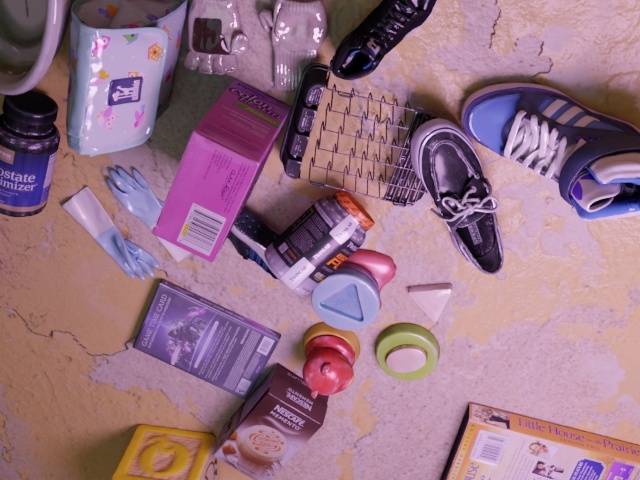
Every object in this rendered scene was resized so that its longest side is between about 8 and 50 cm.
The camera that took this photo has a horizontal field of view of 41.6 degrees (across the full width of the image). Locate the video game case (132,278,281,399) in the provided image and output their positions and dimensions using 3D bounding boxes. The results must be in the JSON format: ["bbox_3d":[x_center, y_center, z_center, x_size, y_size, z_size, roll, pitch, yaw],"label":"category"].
[{"bbox_3d":[-0.244,0.214,1.790,0.274,0.026,0.196,26,122,-3],"label":"video game case"}]

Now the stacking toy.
[{"bbox_3d":[0.102,0.187,1.639,0.280,0.130,0.308,12,123,5],"label":"stacking toy"}]

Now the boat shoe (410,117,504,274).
[{"bbox_3d":[0.243,-0.065,1.437,0.113,0.105,0.306,-23,124,-1],"label":"boat shoe"}]

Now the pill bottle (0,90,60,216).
[{"bbox_3d":[-0.554,-0.162,1.567,0.123,0.122,0.219,21,121,-2],"label":"pill bottle"}]

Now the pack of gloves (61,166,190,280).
[{"bbox_3d":[-0.375,-0.023,1.662,0.195,0.046,0.232,-31,110,27],"label":"pack of gloves"}]

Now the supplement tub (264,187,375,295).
[{"bbox_3d":[0.000,0.000,1.534,0.190,0.117,0.117,-43,106,9],"label":"supplement tub"}]

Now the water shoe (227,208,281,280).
[{"bbox_3d":[-0.110,0.016,1.629,0.203,0.073,0.080,48,147,-20],"label":"water shoe"}]

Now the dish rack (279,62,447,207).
[{"bbox_3d":[0.078,-0.170,1.457,0.272,0.074,0.208,13,125,-8],"label":"dish rack"}]

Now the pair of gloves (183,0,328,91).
[{"bbox_3d":[-0.108,-0.356,1.406,0.240,0.042,0.204,14,122,2],"label":"pair of gloves"}]

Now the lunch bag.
[{"bbox_3d":[-0.327,-0.280,1.367,0.160,0.262,0.223,18,122,1],"label":"lunch bag"}]

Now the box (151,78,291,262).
[{"bbox_3d":[-0.165,-0.123,1.439,0.117,0.243,0.213,26,122,-5],"label":"box"}]

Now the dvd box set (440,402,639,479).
[{"bbox_3d":[0.480,0.523,1.804,0.421,0.062,0.307,13,123,3],"label":"dvd box set"}]

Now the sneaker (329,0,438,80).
[{"bbox_3d":[0.105,-0.328,1.330,0.079,0.121,0.217,41,120,-15],"label":"sneaker"}]

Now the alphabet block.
[{"bbox_3d":[-0.351,0.565,1.929,0.194,0.192,0.197,5,123,7],"label":"alphabet block"}]

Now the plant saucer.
[{"bbox_3d":[-0.489,-0.437,1.343,0.401,0.101,0.400,17,115,41],"label":"plant saucer"}]

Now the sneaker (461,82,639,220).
[{"bbox_3d":[0.378,-0.135,1.322,0.323,0.236,0.130,16,122,2],"label":"sneaker"}]

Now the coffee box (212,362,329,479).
[{"bbox_3d":[-0.109,0.402,1.831,0.141,0.098,0.246,32,122,-9],"label":"coffee box"}]
